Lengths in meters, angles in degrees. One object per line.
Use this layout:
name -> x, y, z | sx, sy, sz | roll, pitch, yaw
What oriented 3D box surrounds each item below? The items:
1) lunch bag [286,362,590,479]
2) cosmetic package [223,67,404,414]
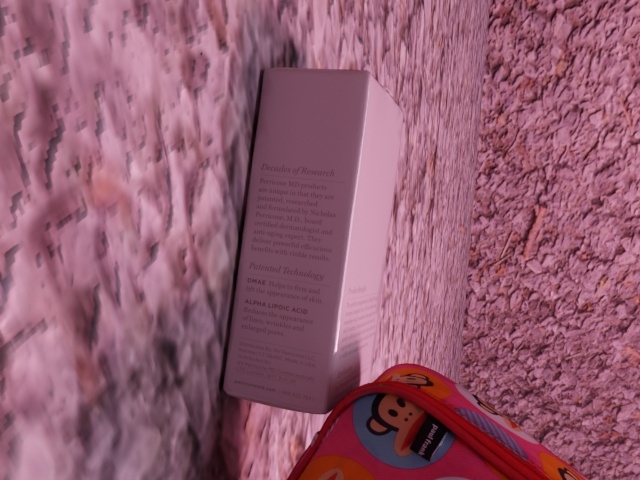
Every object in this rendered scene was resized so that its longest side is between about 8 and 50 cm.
lunch bag -> 0.070, 0.259, 0.387 | 0.293, 0.258, 0.120 | -59, 162, 8
cosmetic package -> 0.000, 0.000, 0.446 | 0.117, 0.086, 0.231 | 8, 88, -71
